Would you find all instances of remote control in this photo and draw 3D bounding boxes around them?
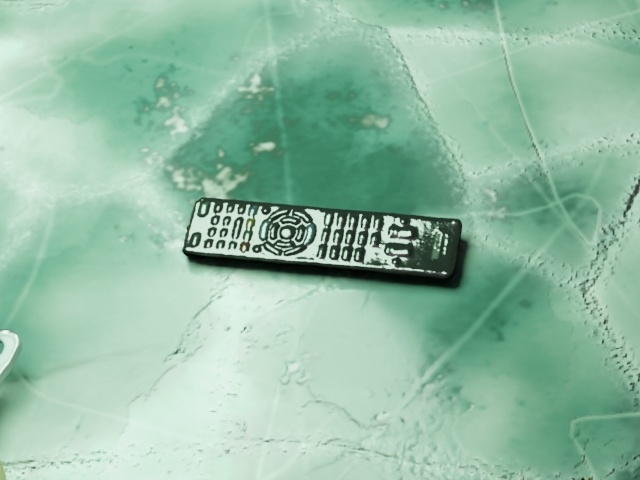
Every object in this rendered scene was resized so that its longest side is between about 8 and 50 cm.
[{"bbox_3d":[0.000,0.000,1.479,0.245,0.025,0.063,6,56,14],"label":"remote control"}]

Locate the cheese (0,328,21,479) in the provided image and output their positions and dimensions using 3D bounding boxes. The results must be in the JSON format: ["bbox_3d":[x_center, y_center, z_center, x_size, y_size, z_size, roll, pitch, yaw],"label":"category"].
[{"bbox_3d":[-0.329,0.178,1.375,0.163,0.071,0.249,-6,53,5],"label":"cheese"}]

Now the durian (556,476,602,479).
[{"bbox_3d":[0.177,0.247,1.202,0.158,0.137,0.168,45,56,13],"label":"durian"}]
